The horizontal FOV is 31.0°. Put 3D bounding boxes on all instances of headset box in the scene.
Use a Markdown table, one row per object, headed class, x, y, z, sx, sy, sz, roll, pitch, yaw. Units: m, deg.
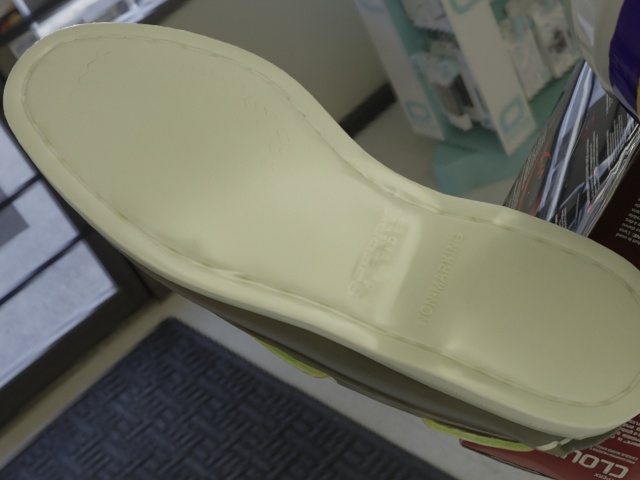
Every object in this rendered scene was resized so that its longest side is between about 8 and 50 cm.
| class | x | y | z | sx | sy | sz | roll | pitch | yaw |
| --- | --- | --- | --- | --- | --- | --- | --- | --- | --- |
| headset box | 0.181 | -0.009 | 0.674 | 0.110 | 0.293 | 0.218 | 21 | 38 | -2 |

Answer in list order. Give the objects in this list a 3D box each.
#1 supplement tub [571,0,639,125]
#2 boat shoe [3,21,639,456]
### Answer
| class | x | y | z | sx | sy | sz | roll | pitch | yaw |
| --- | --- | --- | --- | --- | --- | --- | --- | --- | --- |
| supplement tub | 0.254 | -0.024 | 0.304 | 0.241 | 0.241 | 0.331 | -33 | 67 | -6 |
| boat shoe | -0.002 | 0.004 | 0.510 | 0.305 | 0.091 | 0.109 | 27 | 68 | 9 |
